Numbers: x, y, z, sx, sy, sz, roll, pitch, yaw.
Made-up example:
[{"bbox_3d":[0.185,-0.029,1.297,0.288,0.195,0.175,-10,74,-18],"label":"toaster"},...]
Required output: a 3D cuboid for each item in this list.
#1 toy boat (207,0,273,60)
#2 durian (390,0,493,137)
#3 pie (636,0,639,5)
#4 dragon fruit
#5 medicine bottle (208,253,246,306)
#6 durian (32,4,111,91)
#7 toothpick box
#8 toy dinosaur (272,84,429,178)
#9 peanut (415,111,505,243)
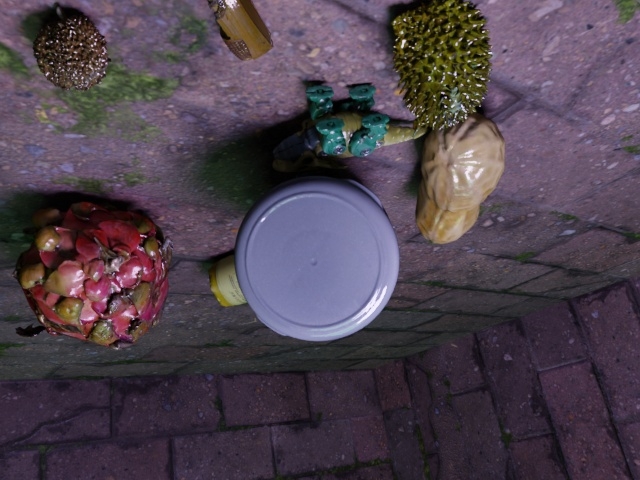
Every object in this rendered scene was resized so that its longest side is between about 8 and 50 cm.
[{"bbox_3d":[-0.100,-0.247,0.588,0.048,0.047,0.149,-16,157,15],"label":"toy boat"},{"bbox_3d":[0.169,-0.209,0.712,0.137,0.096,0.221,-18,153,9],"label":"durian"},{"bbox_3d":[0.404,-0.323,0.472,0.323,0.071,0.323,-5,127,-7],"label":"pie"},{"bbox_3d":[-0.396,0.054,0.937,0.268,0.250,0.291,9,163,2],"label":"dragon fruit"},{"bbox_3d":[-0.141,0.070,1.235,0.238,0.124,0.124,-19,156,23],"label":"medicine bottle"},{"bbox_3d":[-0.272,-0.207,0.593,0.080,0.080,0.091,-11,117,3],"label":"durian"},{"bbox_3d":[0.000,0.000,0.920,0.262,0.263,0.355,-13,-175,8],"label":"toothpick box"},{"bbox_3d":[0.055,-0.162,0.810,0.259,0.094,0.153,-13,161,-12],"label":"toy dinosaur"},{"bbox_3d":[0.232,-0.100,0.947,0.146,0.147,0.305,-9,157,-2],"label":"peanut"}]
